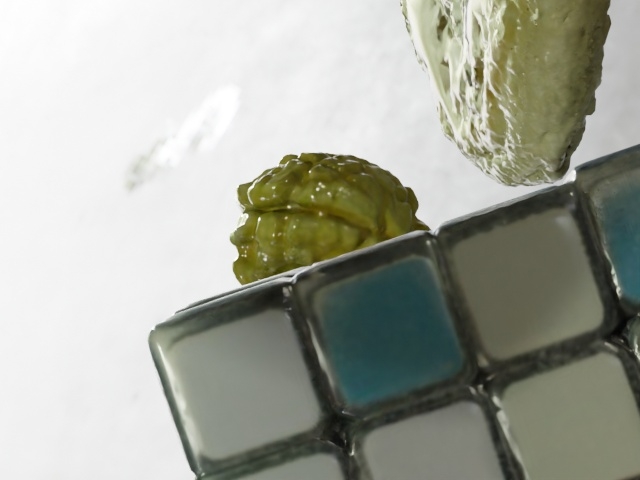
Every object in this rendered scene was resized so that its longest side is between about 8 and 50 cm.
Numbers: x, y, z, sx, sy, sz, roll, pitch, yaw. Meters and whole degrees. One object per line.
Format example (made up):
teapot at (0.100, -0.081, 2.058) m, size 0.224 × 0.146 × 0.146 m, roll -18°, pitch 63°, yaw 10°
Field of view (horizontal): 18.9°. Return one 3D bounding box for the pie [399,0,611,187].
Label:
pie at (0.102, -0.190, 1.112) m, size 0.337 × 0.075 × 0.337 m, roll 177°, pitch 90°, yaw -82°

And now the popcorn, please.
popcorn at (0.000, 0.008, 1.622) m, size 0.173 × 0.173 × 0.142 m, roll -45°, pitch 43°, yaw 28°

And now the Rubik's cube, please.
Rubik's cube at (0.088, 0.111, 0.877) m, size 0.253 × 0.256 × 0.259 m, roll -18°, pitch -1°, yaw 1°
